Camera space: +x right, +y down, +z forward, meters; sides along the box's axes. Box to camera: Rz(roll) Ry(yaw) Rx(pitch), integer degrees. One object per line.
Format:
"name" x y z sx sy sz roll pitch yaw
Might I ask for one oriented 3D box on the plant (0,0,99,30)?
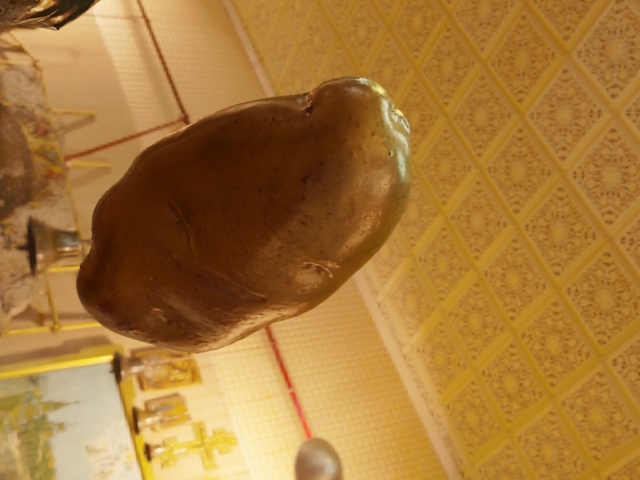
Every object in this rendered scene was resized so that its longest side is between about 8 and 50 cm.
"plant" -0.108 -0.218 0.395 0.256 0.164 0.142 -44 -121 15

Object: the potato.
"potato" -0.070 -0.018 0.717 0.369 0.176 0.196 -29 -101 31
